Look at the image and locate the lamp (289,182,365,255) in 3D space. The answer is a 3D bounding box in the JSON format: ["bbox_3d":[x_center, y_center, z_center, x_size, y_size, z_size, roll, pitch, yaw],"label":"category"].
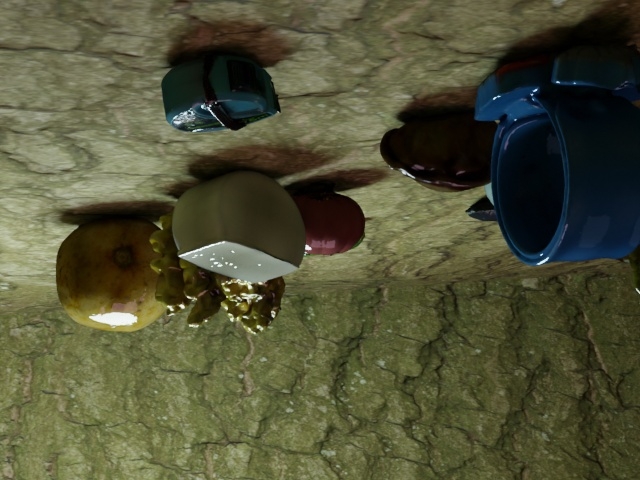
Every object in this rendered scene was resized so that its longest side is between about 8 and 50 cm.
[{"bbox_3d":[-0.003,-0.043,2.032,0.182,0.140,0.182,1,-172,0],"label":"lamp"}]

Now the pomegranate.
[{"bbox_3d":[-0.412,0.071,2.142,0.261,0.260,0.260,-5,171,-1],"label":"pomegranate"}]

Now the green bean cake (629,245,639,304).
[{"bbox_3d":[0.763,-0.016,2.074,0.285,0.309,0.202,-8,168,30],"label":"green bean cake"}]

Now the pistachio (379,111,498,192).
[{"bbox_3d":[0.190,-0.137,1.606,0.210,0.130,0.165,-3,-150,-18],"label":"pistachio"}]

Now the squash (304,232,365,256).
[{"bbox_3d":[0.000,0.000,2.466,0.219,0.068,0.077,-8,-174,15],"label":"squash"}]

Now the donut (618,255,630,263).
[{"bbox_3d":[0.807,-0.039,2.422,0.330,0.159,0.330,7,160,3],"label":"donut"}]

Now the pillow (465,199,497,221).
[{"bbox_3d":[0.434,-0.072,2.343,0.208,0.055,0.141,-4,179,0],"label":"pillow"}]

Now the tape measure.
[{"bbox_3d":[-0.128,-0.175,1.283,0.125,0.080,0.146,-11,169,14],"label":"tape measure"}]

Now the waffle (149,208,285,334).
[{"bbox_3d":[-0.192,0.048,2.058,0.151,0.261,0.324,-1,171,26],"label":"waffle"}]

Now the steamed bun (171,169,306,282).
[{"bbox_3d":[-0.142,-0.033,1.869,0.146,0.164,0.242,-16,155,34],"label":"steamed bun"}]

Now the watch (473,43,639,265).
[{"bbox_3d":[0.344,-0.110,1.366,0.242,0.274,0.305,-3,176,-12],"label":"watch"}]

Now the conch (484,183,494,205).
[{"bbox_3d":[0.428,-0.088,2.107,0.185,0.121,0.221,34,157,-26],"label":"conch"}]
